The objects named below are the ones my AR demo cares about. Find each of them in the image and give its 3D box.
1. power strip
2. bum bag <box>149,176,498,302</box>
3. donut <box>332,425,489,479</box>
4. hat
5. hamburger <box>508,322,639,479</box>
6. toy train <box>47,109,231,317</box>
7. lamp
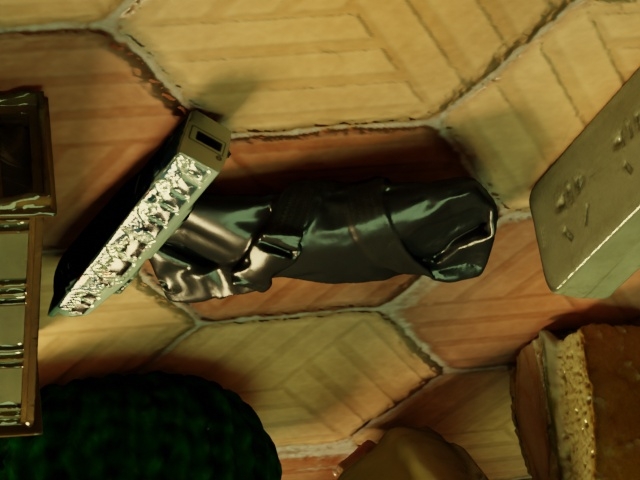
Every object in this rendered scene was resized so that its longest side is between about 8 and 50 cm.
[{"bbox_3d":[0.230,-0.066,1.158,0.053,0.093,0.288,8,146,-22],"label":"power strip"},{"bbox_3d":[0.000,0.000,1.238,0.248,0.060,0.123,-10,151,2],"label":"bum bag"},{"bbox_3d":[0.111,0.318,1.564,0.150,0.307,0.371,-27,150,-8],"label":"donut"},{"bbox_3d":[-0.158,0.285,1.409,0.274,0.332,0.242,-3,148,-6],"label":"hat"},{"bbox_3d":[0.249,0.174,1.459,0.155,0.207,0.135,5,150,-15],"label":"hamburger"},{"bbox_3d":[-0.127,-0.008,1.188,0.047,0.043,0.207,29,134,-17],"label":"toy train"},{"bbox_3d":[-0.228,0.027,1.194,0.090,0.089,0.325,-1,148,-12],"label":"lamp"}]
